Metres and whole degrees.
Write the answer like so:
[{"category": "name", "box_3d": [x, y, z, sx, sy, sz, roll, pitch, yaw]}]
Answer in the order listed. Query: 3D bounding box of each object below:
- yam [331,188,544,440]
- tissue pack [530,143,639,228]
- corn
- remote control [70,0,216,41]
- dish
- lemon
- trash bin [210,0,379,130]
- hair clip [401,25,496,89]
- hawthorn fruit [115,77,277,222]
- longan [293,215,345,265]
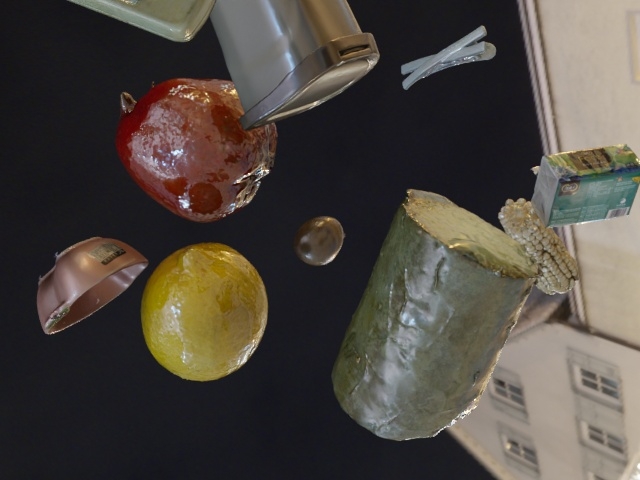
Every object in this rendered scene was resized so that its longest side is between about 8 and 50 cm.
[{"category": "yam", "box_3d": [0.140, 0.104, 0.897, 0.195, 0.195, 0.300, -9, -51, -42]}, {"category": "tissue pack", "box_3d": [0.325, -0.074, 0.880, 0.111, 0.079, 0.085, -9, -45, -6]}, {"category": "corn", "box_3d": [0.390, 0.015, 1.253, 0.087, 0.087, 0.211, -53, -53, -17]}, {"category": "remote control", "box_3d": [-0.210, -0.265, 0.665, 0.038, 0.234, 0.098, 99, -167, -73]}, {"category": "dish", "box_3d": [-0.410, 0.064, 1.221, 0.213, 0.213, 0.090, -35, -94, -31]}, {"category": "lemon", "box_3d": [-0.210, 0.131, 1.289, 0.236, 0.236, 0.263, -44, -9, -24]}, {"category": "trash bin", "box_3d": [-0.059, -0.340, 1.130, 0.220, 0.219, 0.250, -31, -82, -51]}, {"category": "hair clip", "box_3d": [0.141, -0.198, 0.790, 0.039, 0.115, 0.030, 21, -116, -45]}, {"category": "hawthorn fruit", "box_3d": [-0.238, -0.175, 1.386, 0.312, 0.295, 0.294, -4, -70, -6]}, {"category": "longan", "box_3d": [0.000, 0.000, 1.423, 0.113, 0.092, 0.113, -24, -36, -19]}]
